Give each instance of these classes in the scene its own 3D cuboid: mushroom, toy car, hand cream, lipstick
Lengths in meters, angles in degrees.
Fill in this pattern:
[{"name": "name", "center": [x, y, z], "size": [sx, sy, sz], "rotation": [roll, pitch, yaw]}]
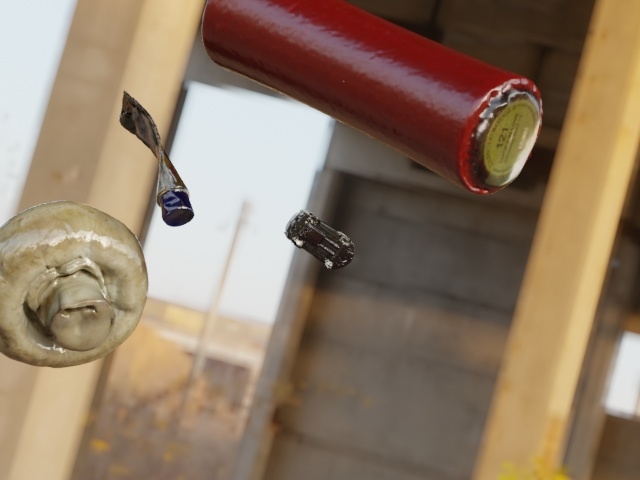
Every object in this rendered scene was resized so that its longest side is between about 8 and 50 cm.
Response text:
[{"name": "mushroom", "center": [-0.235, 0.045, 1.807], "size": [0.166, 0.166, 0.127], "rotation": [18, 28, -27]}, {"name": "toy car", "center": [0.000, 0.000, 2.190], "size": [0.093, 0.041, 0.025], "rotation": [35, 6, -38]}, {"name": "hand cream", "center": [-0.177, -0.086, 2.144], "size": [0.039, 0.163, 0.062], "rotation": [-19, -31, -11]}, {"name": "lipstick", "center": [0.029, -0.106, 1.259], "size": [0.241, 0.080, 0.080], "rotation": [30, 4, 36]}]
